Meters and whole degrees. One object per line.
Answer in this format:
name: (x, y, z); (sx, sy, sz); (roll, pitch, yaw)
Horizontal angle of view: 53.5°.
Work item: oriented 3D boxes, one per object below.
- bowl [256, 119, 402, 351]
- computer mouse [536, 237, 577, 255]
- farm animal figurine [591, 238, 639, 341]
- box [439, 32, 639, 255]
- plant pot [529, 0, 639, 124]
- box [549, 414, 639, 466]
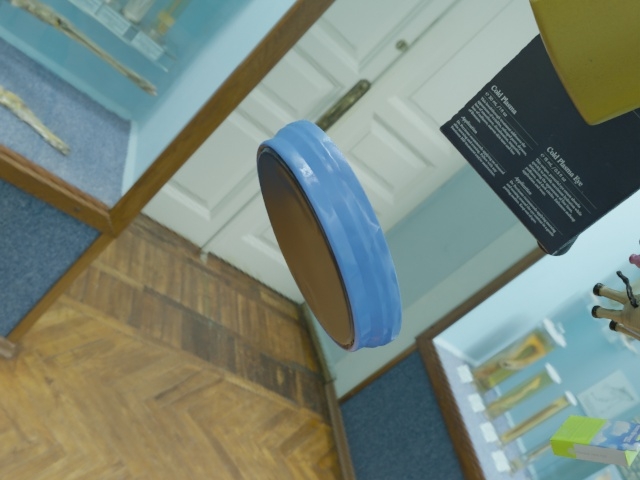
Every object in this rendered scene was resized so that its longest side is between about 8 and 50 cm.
bowl: (0.000, 0.000, 1.038); (0.391, 0.077, 0.391); (59, -17, 29)
computer mouse: (0.554, -0.106, 1.475); (0.184, 0.262, 0.060); (28, -4, -3)
farm animal figurine: (0.585, 0.135, 0.933); (0.172, 0.330, 0.327); (22, -48, 62)
box: (0.477, -0.206, 1.249); (0.343, 0.312, 0.179); (52, 29, 10)
plant pot: (0.349, -0.296, 0.712); (0.187, 0.212, 0.212); (29, 58, -33)
box: (0.584, 0.413, 1.314); (0.109, 0.178, 0.042); (-25, 102, -42)
